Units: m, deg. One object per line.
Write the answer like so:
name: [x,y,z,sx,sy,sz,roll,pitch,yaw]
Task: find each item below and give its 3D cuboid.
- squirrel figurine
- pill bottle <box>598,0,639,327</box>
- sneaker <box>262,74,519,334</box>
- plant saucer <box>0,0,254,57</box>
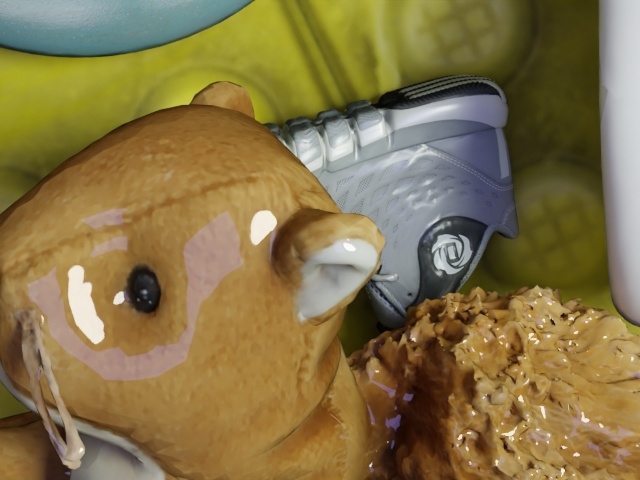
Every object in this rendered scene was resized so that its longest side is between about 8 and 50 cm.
squirrel figurine: [-0.008,0.111,0.851,0.397,0.281,0.370,-4,112,-17]
pill bottle: [0.339,-0.073,0.811,0.408,0.229,0.229,-2,101,12]
sneaker: [0.000,0.000,0.933,0.229,0.086,0.132,-14,102,2]
plant saucer: [-0.125,-0.252,0.883,0.318,0.044,0.317,-1,97,-7]
